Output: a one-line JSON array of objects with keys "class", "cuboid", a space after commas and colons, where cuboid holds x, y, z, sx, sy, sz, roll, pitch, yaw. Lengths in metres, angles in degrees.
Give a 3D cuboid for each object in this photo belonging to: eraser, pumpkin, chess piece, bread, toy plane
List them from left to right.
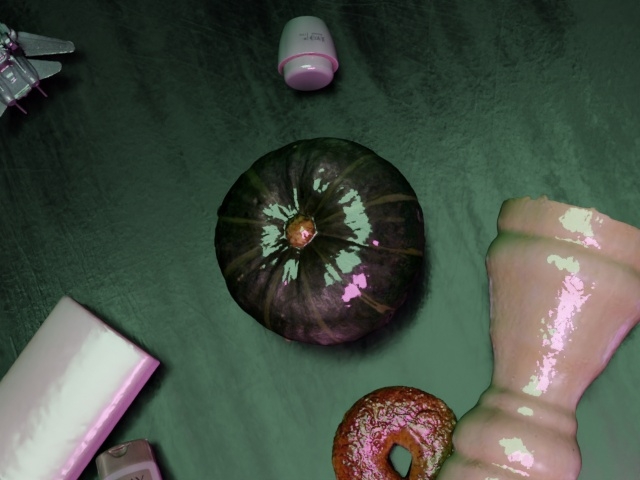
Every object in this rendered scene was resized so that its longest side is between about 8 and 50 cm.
[{"class": "toy plane", "cuboid": [-0.529, -0.317, 2.012, 0.212, 0.088, 0.267, -39, 76, -2]}, {"class": "eraser", "cuboid": [-0.381, 0.235, 1.872, 0.174, 0.095, 0.270, 34, 85, 13]}, {"class": "pumpkin", "cuboid": [0.000, 0.000, 1.818, 0.300, 0.207, 0.300, -1, 85, 19]}, {"class": "bread", "cuboid": [0.107, 0.294, 1.810, 0.193, 0.064, 0.193, -1, 81, 6]}, {"class": "chess piece", "cuboid": [0.292, 0.180, 1.735, 0.234, 0.234, 0.442, 18, 84, 11]}]

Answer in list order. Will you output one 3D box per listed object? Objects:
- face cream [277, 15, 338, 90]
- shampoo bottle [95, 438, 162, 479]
[{"class": "face cream", "cuboid": [-0.020, -0.281, 1.935, 0.091, 0.091, 0.095, -6, 70, 6]}, {"class": "shampoo bottle", "cuboid": [-0.250, 0.393, 1.806, 0.086, 0.056, 0.227, -20, 57, -1]}]
